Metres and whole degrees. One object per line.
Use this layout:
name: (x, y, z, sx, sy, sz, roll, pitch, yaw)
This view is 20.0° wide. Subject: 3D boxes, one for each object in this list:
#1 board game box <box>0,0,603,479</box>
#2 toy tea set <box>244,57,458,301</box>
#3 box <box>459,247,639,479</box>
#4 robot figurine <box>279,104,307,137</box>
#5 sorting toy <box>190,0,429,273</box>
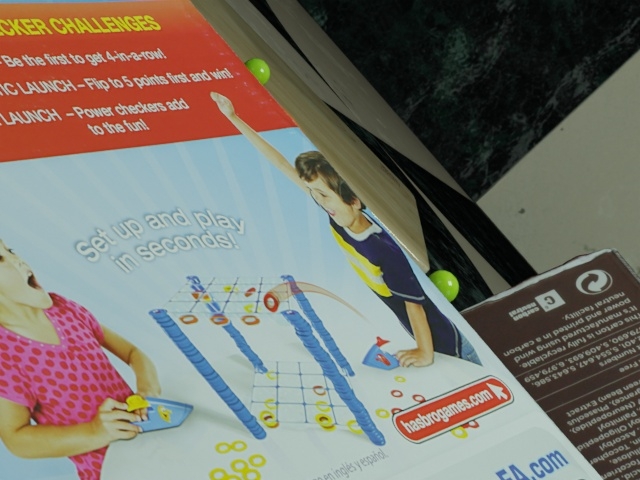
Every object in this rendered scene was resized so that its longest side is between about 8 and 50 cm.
board game box: (-0.085, 0.038, 0.448, 0.302, 0.086, 0.308, 50, 28, 17)
toy tea set: (0.000, 0.000, 1.107, 0.336, 0.124, 0.200, 55, 12, 24)
box: (0.212, 0.199, 1.053, 0.381, 0.143, 0.191, -125, -165, -49)
robot figurine: (-0.094, -0.023, 0.715, 0.219, 0.158, 0.128, 24, 42, 4)
sorting toy: (-0.042, -0.068, 1.372, 0.257, 0.089, 0.255, 46, 9, -9)
